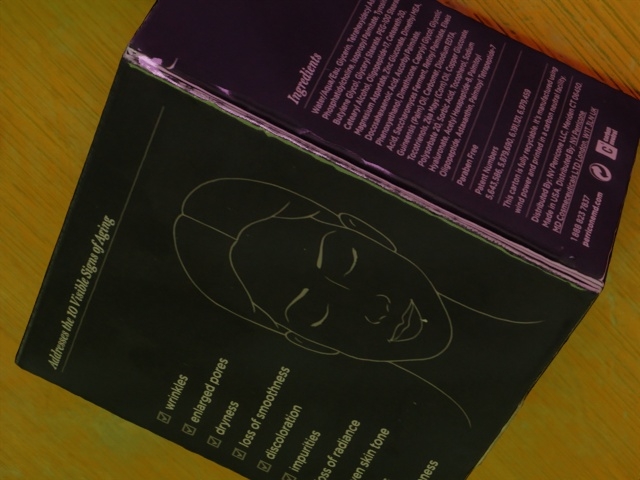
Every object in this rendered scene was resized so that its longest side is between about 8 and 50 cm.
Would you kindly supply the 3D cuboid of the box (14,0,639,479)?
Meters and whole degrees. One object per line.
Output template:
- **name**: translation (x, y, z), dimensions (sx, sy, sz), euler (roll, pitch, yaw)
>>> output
- **box**: translation (0.000, 0.000, 1.761), dimensions (0.472, 0.297, 0.480), euler (25, 135, -3)
